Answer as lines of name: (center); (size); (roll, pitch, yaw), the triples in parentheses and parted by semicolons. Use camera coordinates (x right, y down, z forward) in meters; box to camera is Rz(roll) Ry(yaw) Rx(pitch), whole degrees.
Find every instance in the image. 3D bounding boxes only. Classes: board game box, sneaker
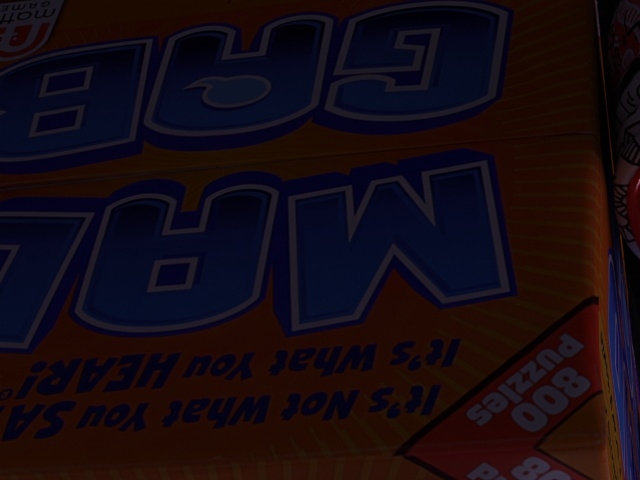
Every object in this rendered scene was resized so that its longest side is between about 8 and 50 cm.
board game box: (-0.012, 0.093, 0.848); (0.356, 0.356, 0.356); (-81, 161, -46)
sneaker: (0.195, -0.012, 0.793); (0.270, 0.090, 0.145); (65, 24, -49)
